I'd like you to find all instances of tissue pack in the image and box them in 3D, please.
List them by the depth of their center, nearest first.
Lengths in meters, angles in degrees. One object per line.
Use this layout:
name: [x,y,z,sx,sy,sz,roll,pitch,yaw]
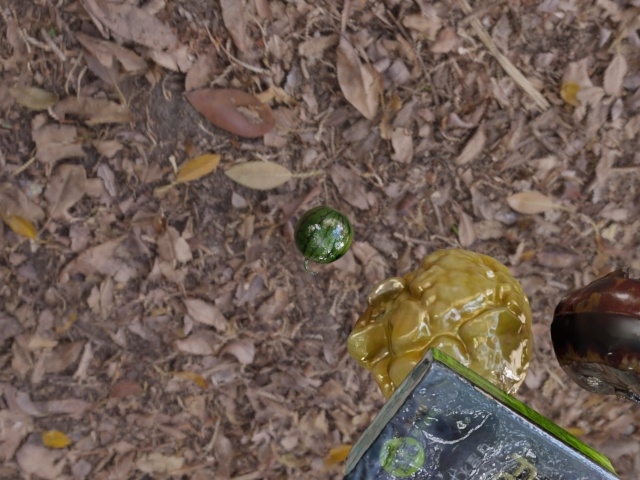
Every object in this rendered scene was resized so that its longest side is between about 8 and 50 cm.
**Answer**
tissue pack: [0.162,0.240,0.737,0.236,0.073,0.173,34,103,-4]

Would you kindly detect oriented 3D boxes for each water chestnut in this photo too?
water chestnut: [0.553,0.145,1.206,0.300,0.300,0.300,-10,126,-13]

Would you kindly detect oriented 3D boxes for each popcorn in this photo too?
popcorn: [0.267,0.206,1.420,0.390,0.354,0.344,-29,108,-21]

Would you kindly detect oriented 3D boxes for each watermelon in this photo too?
watermelon: [0.001,-0.007,1.162,0.109,0.109,0.109,-10,126,-13]
